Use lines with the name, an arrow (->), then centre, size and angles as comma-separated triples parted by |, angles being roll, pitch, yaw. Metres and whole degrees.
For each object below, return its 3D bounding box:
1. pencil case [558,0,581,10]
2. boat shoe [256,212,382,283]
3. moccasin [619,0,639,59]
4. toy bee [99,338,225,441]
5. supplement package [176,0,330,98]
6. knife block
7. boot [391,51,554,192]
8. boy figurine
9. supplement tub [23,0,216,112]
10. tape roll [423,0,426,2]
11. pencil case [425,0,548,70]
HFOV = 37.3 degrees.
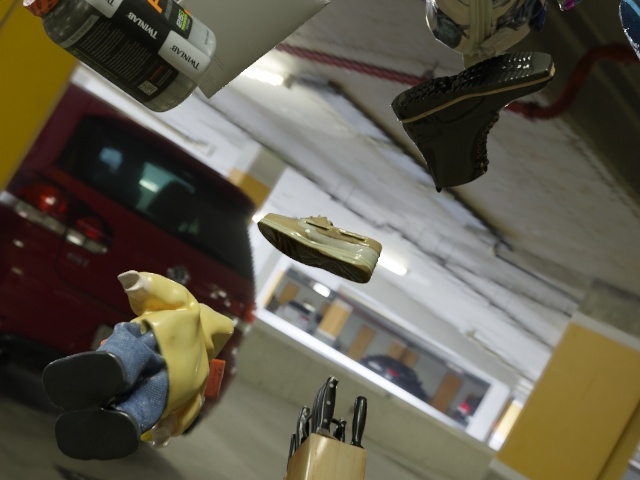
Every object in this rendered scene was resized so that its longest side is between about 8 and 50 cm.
pencil case -> 0.413, -0.481, 1.657 | 0.064, 0.070, 0.151 | -26, -82, 39
boat shoe -> 0.000, 0.000, 0.953 | 0.135, 0.045, 0.050 | 24, -26, 22
moccasin -> 0.536, -0.208, 1.251 | 0.342, 0.117, 0.138 | 54, 6, 10
toy bee -> -0.239, 0.190, 1.358 | 0.162, 0.195, 0.298 | 12, -29, -13
supplement package -> -0.155, -0.429, 1.803 | 0.175, 0.293, 0.177 | 51, 2, -14
knife block -> 0.011, 0.329, 1.325 | 0.088, 0.242, 0.276 | 19, 3, -11
boot -> 0.201, -0.139, 1.138 | 0.198, 0.077, 0.137 | -11, -60, 34
boy figurine -> -0.167, 0.111, 0.956 | 0.092, 0.177, 0.285 | -9, 10, 14
supplement tub -> -0.219, -0.236, 1.043 | 0.190, 0.117, 0.117 | 35, -6, -33
tape roll -> 0.192, -0.509, 1.750 | 0.275, 0.090, 0.274 | 20, 25, -10
pencil case -> 0.174, -0.336, 1.044 | 0.160, 0.183, 0.410 | -12, -11, 10
